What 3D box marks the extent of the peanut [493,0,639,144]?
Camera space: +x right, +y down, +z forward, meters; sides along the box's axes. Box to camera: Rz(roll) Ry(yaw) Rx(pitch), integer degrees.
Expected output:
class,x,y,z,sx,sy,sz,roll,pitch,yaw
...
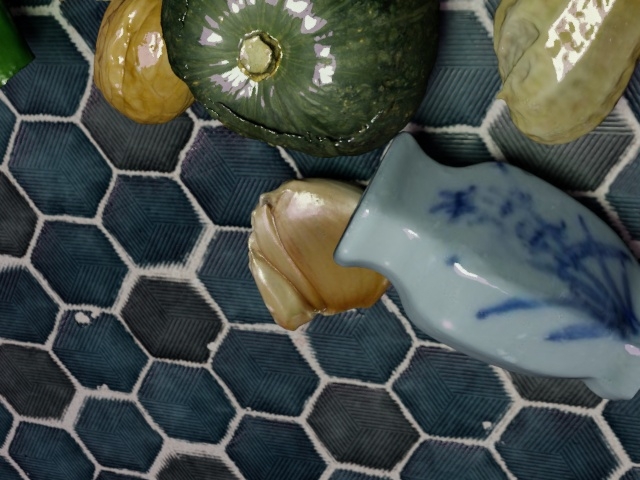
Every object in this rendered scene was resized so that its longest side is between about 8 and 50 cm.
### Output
class,x,y,z,sx,sy,sz,roll,pitch,yaw
peanut,0.300,-0.268,1.170,0.174,0.158,0.340,43,124,33

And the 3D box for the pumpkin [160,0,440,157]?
class,x,y,z,sx,sy,sz,roll,pitch,yaw
pumpkin,-0.028,-0.248,1.242,0.327,0.257,0.292,7,115,14

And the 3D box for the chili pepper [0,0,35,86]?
class,x,y,z,sx,sy,sz,roll,pitch,yaw
chili pepper,-0.511,-0.378,1.412,0.167,0.213,0.385,-31,96,19

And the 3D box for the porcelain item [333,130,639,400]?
class,x,y,z,sx,sy,sz,roll,pitch,yaw
porcelain item,0.231,0.037,1.306,0.405,0.243,0.178,29,145,-1

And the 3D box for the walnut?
class,x,y,z,sx,sy,sz,roll,pitch,yaw
walnut,-0.221,-0.252,1.386,0.159,0.159,0.207,23,123,9

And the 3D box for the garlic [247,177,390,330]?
class,x,y,z,sx,sy,sz,roll,pitch,yaw
garlic,0.000,0.000,1.456,0.217,0.110,0.228,-14,120,15
